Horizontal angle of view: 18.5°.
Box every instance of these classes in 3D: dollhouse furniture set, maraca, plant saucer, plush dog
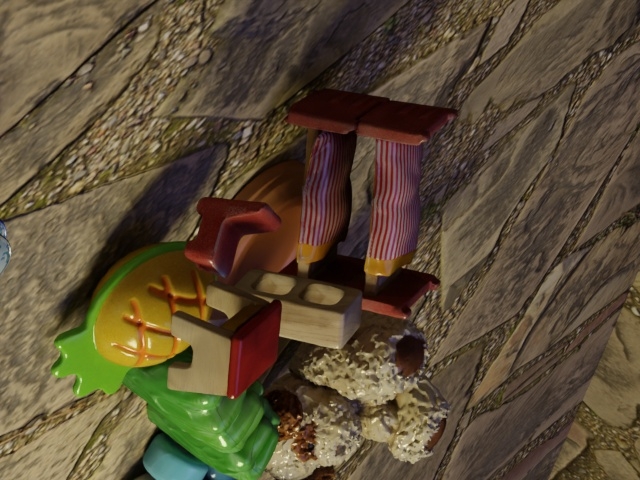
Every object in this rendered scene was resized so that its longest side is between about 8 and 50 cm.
[{"bbox_3d":[0.000,0.000,1.902,0.374,0.152,0.201,-42,140,-62],"label":"dollhouse furniture set"},{"bbox_3d":[-0.177,0.075,1.881,0.185,0.099,0.127,-42,136,-3],"label":"maraca"},{"bbox_3d":[-0.064,0.006,2.107,0.200,0.037,0.200,-45,158,-23],"label":"plant saucer"},{"bbox_3d":[0.005,0.187,2.325,0.225,0.210,0.262,-43,149,-14],"label":"plush dog"}]

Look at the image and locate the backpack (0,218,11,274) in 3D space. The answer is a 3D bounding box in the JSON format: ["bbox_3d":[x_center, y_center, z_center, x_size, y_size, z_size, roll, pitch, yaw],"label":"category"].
[{"bbox_3d":[-0.295,0.010,1.534,0.105,0.084,0.114,-53,163,3],"label":"backpack"}]

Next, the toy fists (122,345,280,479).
[{"bbox_3d":[-0.117,0.178,2.108,0.096,0.142,0.279,-50,160,-13],"label":"toy fists"}]

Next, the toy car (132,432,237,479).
[{"bbox_3d":[-0.124,0.371,2.259,0.219,0.238,0.210,-59,159,11],"label":"toy car"}]
